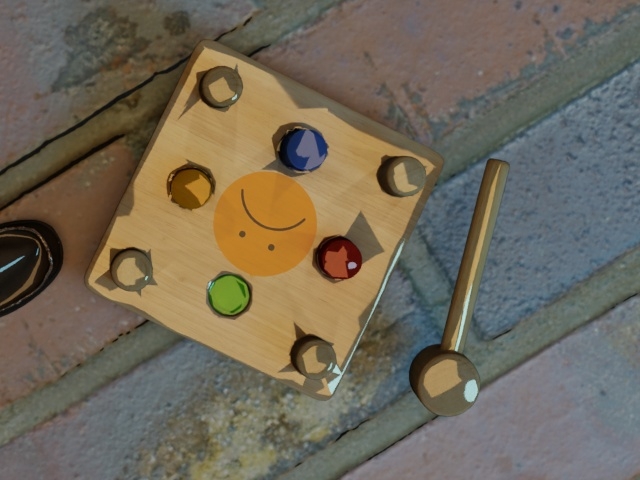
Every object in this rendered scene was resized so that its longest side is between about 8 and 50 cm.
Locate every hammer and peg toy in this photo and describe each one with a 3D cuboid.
[{"bbox_3d":[0.000,0.000,1.718,0.361,0.127,0.266,25,88,-7],"label":"hammer and peg toy"}]

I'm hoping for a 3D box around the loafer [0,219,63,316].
[{"bbox_3d":[-0.334,0.050,1.706,0.220,0.078,0.080,-27,96,-4],"label":"loafer"}]
